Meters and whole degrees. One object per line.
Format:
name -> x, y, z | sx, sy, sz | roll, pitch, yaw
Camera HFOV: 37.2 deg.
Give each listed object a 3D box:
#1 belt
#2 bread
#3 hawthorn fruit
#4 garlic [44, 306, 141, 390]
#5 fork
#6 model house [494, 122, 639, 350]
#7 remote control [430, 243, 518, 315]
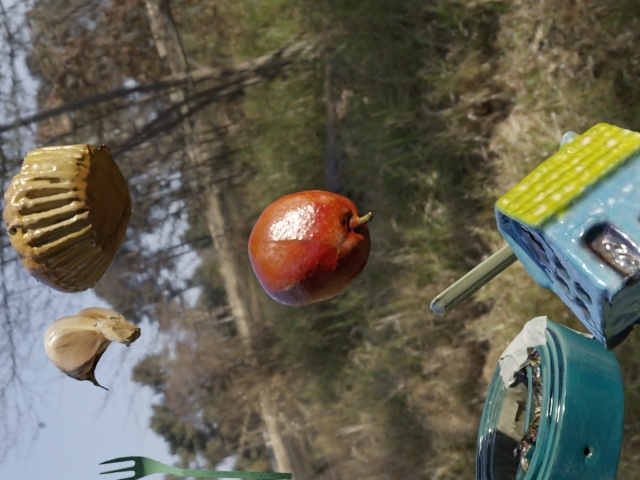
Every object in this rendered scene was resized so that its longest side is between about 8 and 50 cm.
belt -> 0.440, 0.372, 1.860 | 0.300, 0.173, 0.436 | -40, 29, 60
bread -> -0.438, -0.043, 1.687 | 0.274, 0.149, 0.274 | -15, -90, -73
hawthorn fruit -> 0.000, 0.000, 1.559 | 0.196, 0.225, 0.196 | 33, -136, -39
garlic -> -0.355, 0.157, 1.477 | 0.099, 0.124, 0.174 | -63, -1, 12
fork -> -0.152, 0.285, 1.169 | 0.021, 0.235, 0.039 | -97, 10, -69
model house -> 0.428, -0.029, 1.437 | 0.303, 0.237, 0.215 | 49, 172, 37
remote control -> 0.367, 0.062, 2.064 | 0.038, 0.309, 0.090 | 51, 172, 17
